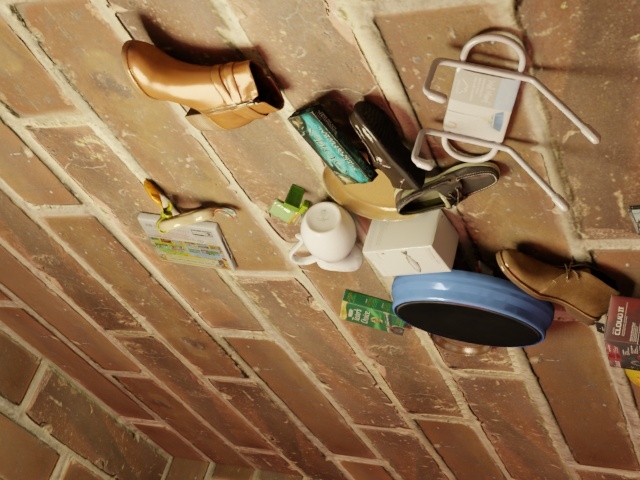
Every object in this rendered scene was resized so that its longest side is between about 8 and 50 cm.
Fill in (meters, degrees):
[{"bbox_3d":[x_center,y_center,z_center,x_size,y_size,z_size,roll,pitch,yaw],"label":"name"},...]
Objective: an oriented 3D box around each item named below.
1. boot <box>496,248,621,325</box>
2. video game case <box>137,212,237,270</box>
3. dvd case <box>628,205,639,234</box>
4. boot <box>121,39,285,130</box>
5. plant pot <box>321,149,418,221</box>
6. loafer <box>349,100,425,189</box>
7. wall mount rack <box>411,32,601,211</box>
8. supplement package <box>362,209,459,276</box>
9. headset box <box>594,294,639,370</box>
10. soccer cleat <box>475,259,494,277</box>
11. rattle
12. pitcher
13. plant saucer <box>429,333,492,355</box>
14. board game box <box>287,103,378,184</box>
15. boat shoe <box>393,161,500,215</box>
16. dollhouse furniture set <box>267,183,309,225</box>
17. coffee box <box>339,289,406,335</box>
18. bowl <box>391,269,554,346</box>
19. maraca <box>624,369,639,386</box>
[{"bbox_3d":[0.528,0.076,1.962,0.305,0.112,0.115,25,130,-18],"label":"boot"},{"bbox_3d":[-0.354,0.005,2.377,0.227,0.026,0.206,7,148,17],"label":"video game case"},{"bbox_3d":[0.676,-0.042,1.748,0.119,0.013,0.087,-3,144,33],"label":"dvd case"},{"bbox_3d":[-0.224,-0.308,1.712,0.220,0.109,0.283,-6,144,38],"label":"boot"},{"bbox_3d":[0.120,-0.122,1.906,0.236,0.032,0.236,14,150,9],"label":"plant pot"},{"bbox_3d":[0.118,-0.174,1.743,0.078,0.080,0.220,-20,120,36],"label":"loafer"},{"bbox_3d":[0.325,-0.194,1.580,0.304,0.130,0.350,14,150,8],"label":"wall mount rack"},{"bbox_3d":[0.204,0.007,1.995,0.179,0.105,0.105,-7,141,36],"label":"supplement package"},{"bbox_3d":[0.751,0.217,1.938,0.293,0.110,0.218,7,159,25],"label":"headset box"},{"bbox_3d":[0.385,0.070,2.078,0.035,0.029,0.083,-5,146,20],"label":"soccer cleat"},{"bbox_3d":[-0.316,-0.098,2.186,0.199,0.143,0.130,-15,171,22],"label":"rattle"},{"bbox_3d":[0.000,0.000,2.066,0.177,0.126,0.207,-9,152,7],"label":"pitcher"},{"bbox_3d":[0.378,0.259,2.383,0.168,0.029,0.168,14,149,9],"label":"plant saucer"},{"bbox_3d":[0.023,-0.188,1.774,0.186,0.026,0.126,48,162,-17],"label":"board game box"},{"bbox_3d":[0.256,-0.096,1.795,0.223,0.073,0.080,-13,140,21],"label":"boat shoe"},{"bbox_3d":[-0.077,-0.067,2.076,0.076,0.059,0.152,24,149,-9],"label":"dollhouse furniture set"},{"bbox_3d":[0.144,0.197,2.398,0.184,0.040,0.113,16,150,4],"label":"coffee box"},{"bbox_3d":[0.356,0.170,2.119,0.391,0.077,0.391,13,163,4],"label":"bowl"},{"bbox_3d":[0.811,0.314,2.177,0.127,0.099,0.185,5,173,26],"label":"maraca"}]
